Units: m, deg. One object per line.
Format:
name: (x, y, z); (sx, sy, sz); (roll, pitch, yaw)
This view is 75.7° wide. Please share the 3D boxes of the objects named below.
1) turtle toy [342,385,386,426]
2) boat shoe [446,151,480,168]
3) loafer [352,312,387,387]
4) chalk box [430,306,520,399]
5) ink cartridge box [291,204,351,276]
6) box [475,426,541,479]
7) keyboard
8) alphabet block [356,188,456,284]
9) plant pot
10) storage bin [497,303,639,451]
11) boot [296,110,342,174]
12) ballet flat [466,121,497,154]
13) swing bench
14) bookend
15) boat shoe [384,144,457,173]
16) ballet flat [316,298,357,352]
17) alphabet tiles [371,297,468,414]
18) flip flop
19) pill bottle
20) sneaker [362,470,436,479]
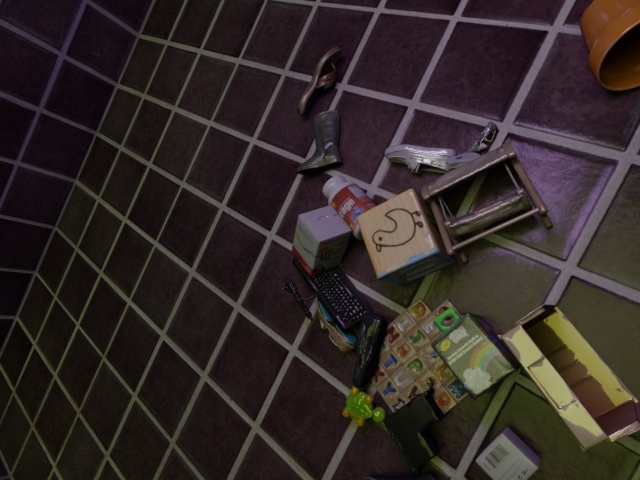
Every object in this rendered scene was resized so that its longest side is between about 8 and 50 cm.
turtle toy: (0.132, 0.495, 1.220); (0.130, 0.066, 0.095); (22, 91, 33)
boat shoe: (0.415, -0.229, 1.201); (0.100, 0.035, 0.035); (-13, 49, -1)
loafer: (0.136, 0.328, 1.242); (0.078, 0.076, 0.223); (11, 80, 39)
chalk box: (0.385, 0.274, 1.062); (0.132, 0.132, 0.213); (-45, 59, 17)
ink cartridge box: (0.000, 0.000, 1.331); (0.127, 0.128, 0.176); (51, 147, 30)
box: (0.455, 0.532, 0.997); (0.102, 0.087, 0.101); (43, 103, 31)
keyboard: (0.001, 0.163, 1.343); (0.202, 0.033, 0.317); (-31, 58, -13)
alphabet block: (0.247, -0.002, 1.186); (0.193, 0.193, 0.197); (-27, 66, 23)
plant pot: (0.741, -0.507, 1.000); (0.205, 0.205, 0.187); (-26, 52, 25)
storage bin: (0.541, 0.282, 0.900); (0.123, 0.260, 0.262); (-42, 61, 22)
boot: (-0.010, -0.354, 1.496); (0.190, 0.076, 0.208); (-13, 79, 14)
ballet flat: (0.476, -0.291, 1.200); (0.041, 0.041, 0.114); (41, 103, 32)
swing bench: (0.433, -0.111, 1.110); (0.253, 0.165, 0.254); (-28, 65, 24)
bookend: (0.279, 0.510, 1.110); (0.157, 0.072, 0.156); (-43, 62, 17)
boat shoe: (0.300, -0.246, 1.271); (0.226, 0.083, 0.075); (8, 83, 32)
ballet flat: (0.037, 0.278, 1.331); (0.206, 0.073, 0.067); (52, 122, 33)
alphabet tiles: (0.296, 0.345, 1.185); (0.342, 0.011, 0.285); (-46, 59, 15)
flip flop: (0.007, -0.580, 1.528); (0.080, 0.112, 0.277); (31, 94, 7)
pill bottle: (0.102, -0.113, 1.343); (0.121, 0.121, 0.216); (-48, 59, 14)
sneaker: (0.214, 0.683, 1.128); (0.222, 0.118, 0.083); (-35, 63, 55)
